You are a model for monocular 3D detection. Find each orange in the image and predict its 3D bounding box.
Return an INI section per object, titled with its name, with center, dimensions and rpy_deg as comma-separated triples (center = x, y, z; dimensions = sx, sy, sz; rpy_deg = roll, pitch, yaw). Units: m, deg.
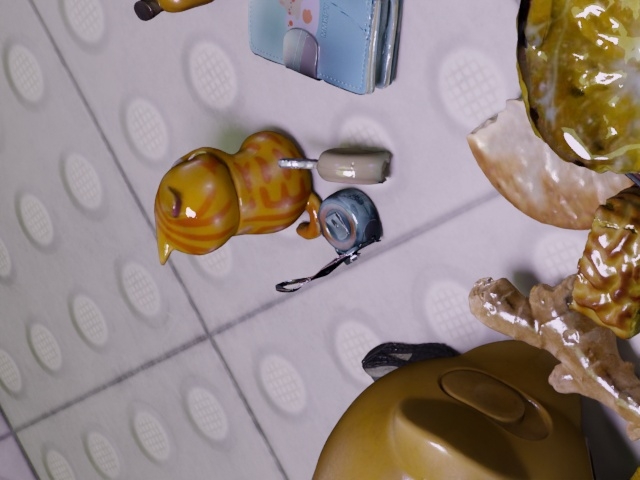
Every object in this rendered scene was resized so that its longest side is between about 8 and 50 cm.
[orange]
center = 0.388, -0.197, 1.326
dimensions = 0.369, 0.210, 0.270
rpy_deg = 8, 92, 36

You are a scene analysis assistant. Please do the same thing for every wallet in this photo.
[wallet]
center = 0.000, -0.317, 1.793
dimensions = 0.250, 0.075, 0.176
rpy_deg = 27, 126, 36

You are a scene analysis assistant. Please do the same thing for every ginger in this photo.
[ginger]
center = 0.348, 0.144, 1.656
dimensions = 0.148, 0.081, 0.333
rpy_deg = -45, 72, 3

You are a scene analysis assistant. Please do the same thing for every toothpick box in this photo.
[toothpick box]
center = 0.186, 0.376, 1.734
dimensions = 0.409, 0.409, 0.425
rpy_deg = 34, 124, 30

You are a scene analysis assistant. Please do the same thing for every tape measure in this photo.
[tape measure]
center = 0.001, -0.001, 1.906
dimensions = 0.107, 0.180, 0.104
rpy_deg = 59, 157, 2

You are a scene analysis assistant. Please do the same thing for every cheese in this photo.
[cheese]
center = 0.025, -0.114, 1.873
dimensions = 0.171, 0.092, 0.047
rpy_deg = 8, 103, 37

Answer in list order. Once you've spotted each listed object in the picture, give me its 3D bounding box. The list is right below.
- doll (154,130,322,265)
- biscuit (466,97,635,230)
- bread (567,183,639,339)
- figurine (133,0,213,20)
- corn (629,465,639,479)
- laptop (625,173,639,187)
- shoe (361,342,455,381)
[doll]
center = -0.139, -0.068, 1.961
dimensions = 0.162, 0.270, 0.166
rpy_deg = 51, 144, 40
[biscuit]
center = 0.329, -0.115, 1.580
dimensions = 0.309, 0.040, 0.204
rpy_deg = -30, 88, 51
[bread]
center = 0.383, 0.013, 1.455
dimensions = 0.096, 0.222, 0.181
rpy_deg = 31, 127, 31
[figurine]
center = -0.228, -0.469, 1.871
dimensions = 0.167, 0.192, 0.256
rpy_deg = 6, 122, 59
[corn]
center = 0.438, 0.397, 1.716
dimensions = 0.101, 0.101, 0.310
rpy_deg = 41, 134, 24
[laptop]
center = 0.421, -0.055, 1.372
dimensions = 0.207, 0.154, 0.026
rpy_deg = -128, 39, -52
[shoe]
center = 0.148, 0.207, 1.945
dimensions = 0.194, 0.074, 0.077
rpy_deg = -1, 122, 50
